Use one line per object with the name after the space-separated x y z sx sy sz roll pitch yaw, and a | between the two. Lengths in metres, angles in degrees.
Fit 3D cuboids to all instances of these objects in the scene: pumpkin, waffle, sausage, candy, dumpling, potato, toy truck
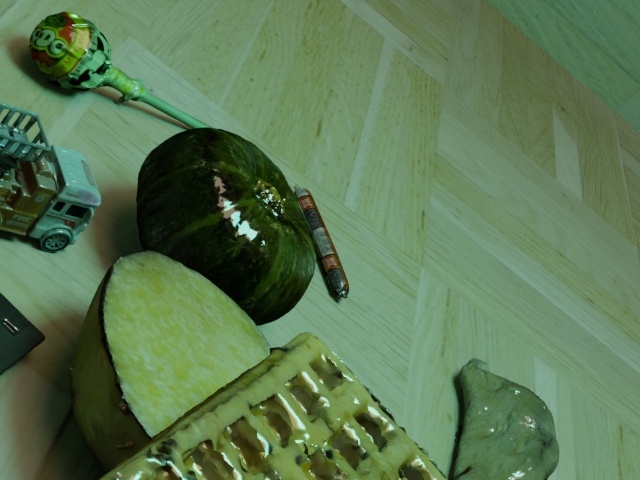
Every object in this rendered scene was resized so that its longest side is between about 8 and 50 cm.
-0.104 -0.012 1.376 0.223 0.157 0.223 49 25 -32 | pumpkin
-0.020 0.229 0.916 0.261 0.114 0.376 49 22 5 | waffle
0.000 0.000 1.645 0.028 0.025 0.198 -8 49 -19 | sausage
-0.224 -0.184 1.568 0.305 0.083 0.091 27 13 -46 | candy
0.233 0.263 1.534 0.166 0.086 0.332 35 32 -11 | dumpling
-0.125 0.149 1.157 0.239 0.116 0.299 27 28 -31 | potato
-0.288 -0.063 1.235 0.178 0.115 0.080 17 37 -46 | toy truck

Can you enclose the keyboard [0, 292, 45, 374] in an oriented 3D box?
-0.377 -0.002 1.122 0.317 0.027 0.106 44 30 1 | keyboard
